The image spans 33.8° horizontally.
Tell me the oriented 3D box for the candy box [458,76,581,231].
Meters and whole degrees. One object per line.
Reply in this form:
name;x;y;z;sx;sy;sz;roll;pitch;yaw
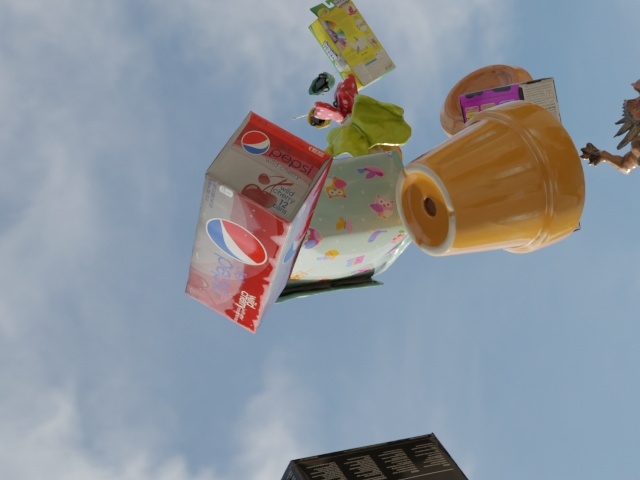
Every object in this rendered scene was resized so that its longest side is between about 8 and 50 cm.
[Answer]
candy box;0.301;-0.120;1.602;0.071;0.159;0.233;-14;-83;-25

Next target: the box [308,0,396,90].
box;0.054;-0.378;2.005;0.105;0.043;0.179;-34;-87;-37

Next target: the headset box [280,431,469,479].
headset box;0.105;0.398;1.309;0.246;0.131;0.283;-3;-141;-38

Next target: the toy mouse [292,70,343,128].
toy mouse;0.025;-0.287;2.085;0.031;0.161;0.143;8;-78;-45

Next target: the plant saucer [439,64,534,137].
plant saucer;0.321;-0.277;2.060;0.037;0.200;0.200;53;-137;-37

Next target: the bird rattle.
bird rattle;0.073;-0.158;1.780;0.143;0.253;0.207;-37;-74;-2

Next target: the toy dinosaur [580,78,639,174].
toy dinosaur;0.442;-0.083;1.294;0.295;0.127;0.200;55;179;3

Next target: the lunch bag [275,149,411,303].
lunch bag;0.000;0.000;1.573;0.223;0.262;0.160;-9;-118;-29

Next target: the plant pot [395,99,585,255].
plant pot;0.212;-0.065;1.401;0.188;0.205;0.205;-20;-88;-28

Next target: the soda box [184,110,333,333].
soda box;-0.065;-0.008;1.025;0.092;0.263;0.083;30;-118;4
